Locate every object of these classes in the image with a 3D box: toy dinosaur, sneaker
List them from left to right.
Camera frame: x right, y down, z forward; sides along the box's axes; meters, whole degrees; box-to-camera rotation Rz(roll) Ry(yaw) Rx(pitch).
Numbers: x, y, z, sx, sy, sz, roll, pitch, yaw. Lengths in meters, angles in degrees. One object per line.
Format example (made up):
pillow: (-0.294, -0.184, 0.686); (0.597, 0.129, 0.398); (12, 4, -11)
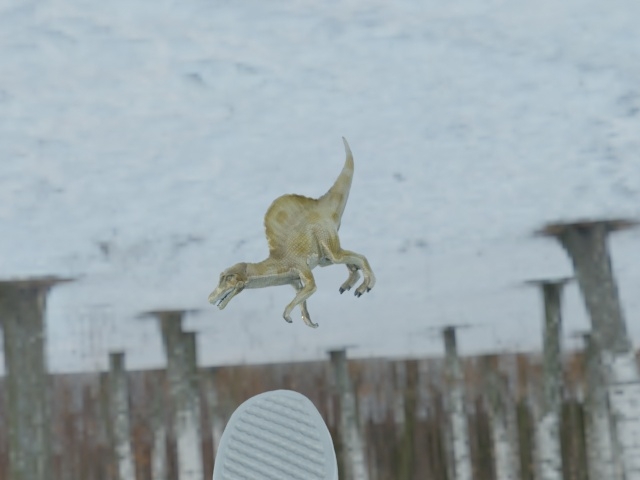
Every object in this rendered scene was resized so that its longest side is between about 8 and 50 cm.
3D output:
sneaker: (-0.012, 0.131, 0.575); (0.051, 0.134, 0.070); (-10, 142, -2)
toy dinosaur: (0.000, 0.000, 1.043); (0.183, 0.093, 0.053); (-47, -164, -32)
